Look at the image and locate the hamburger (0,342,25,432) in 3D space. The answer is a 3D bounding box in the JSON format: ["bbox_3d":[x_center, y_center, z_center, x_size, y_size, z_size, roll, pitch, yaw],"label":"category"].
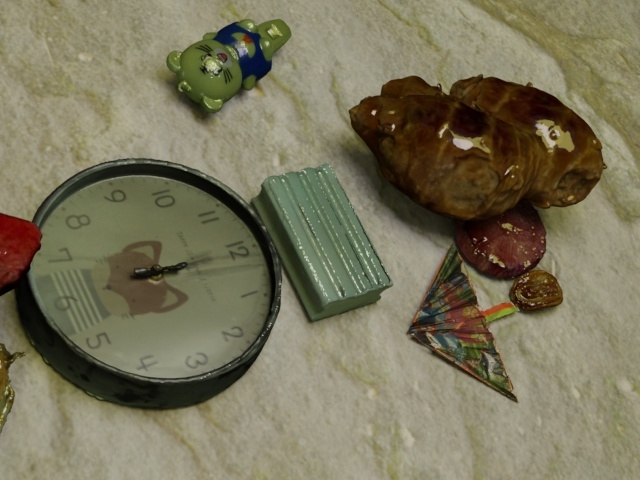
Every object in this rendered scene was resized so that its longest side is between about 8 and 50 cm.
[{"bbox_3d":[-0.431,0.154,1.074,0.215,0.122,0.189,21,50,-2],"label":"hamburger"}]

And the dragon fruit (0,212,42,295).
[{"bbox_3d":[-0.484,0.019,1.053,0.344,0.100,0.282,9,45,13],"label":"dragon fruit"}]

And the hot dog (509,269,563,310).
[{"bbox_3d":[0.311,0.072,1.486,0.083,0.035,0.058,-9,68,-27],"label":"hot dog"}]

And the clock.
[{"bbox_3d":[-0.204,0.044,1.270,0.325,0.067,0.325,10,56,-16],"label":"clock"}]

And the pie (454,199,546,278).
[{"bbox_3d":[0.260,-0.014,1.518,0.155,0.036,0.154,11,57,-16],"label":"pie"}]

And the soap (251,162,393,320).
[{"bbox_3d":[0.000,0.000,1.384,0.115,0.063,0.198,-13,66,-31],"label":"soap"}]

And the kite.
[{"bbox_3d":[0.200,0.119,1.423,0.183,0.014,0.241,-14,69,-29],"label":"kite"}]

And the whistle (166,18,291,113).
[{"bbox_3d":[-0.121,-0.260,1.483,0.105,0.085,0.227,51,54,1],"label":"whistle"}]

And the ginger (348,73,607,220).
[{"bbox_3d":[0.215,-0.152,1.486,0.358,0.152,0.274,-8,52,-23],"label":"ginger"}]
